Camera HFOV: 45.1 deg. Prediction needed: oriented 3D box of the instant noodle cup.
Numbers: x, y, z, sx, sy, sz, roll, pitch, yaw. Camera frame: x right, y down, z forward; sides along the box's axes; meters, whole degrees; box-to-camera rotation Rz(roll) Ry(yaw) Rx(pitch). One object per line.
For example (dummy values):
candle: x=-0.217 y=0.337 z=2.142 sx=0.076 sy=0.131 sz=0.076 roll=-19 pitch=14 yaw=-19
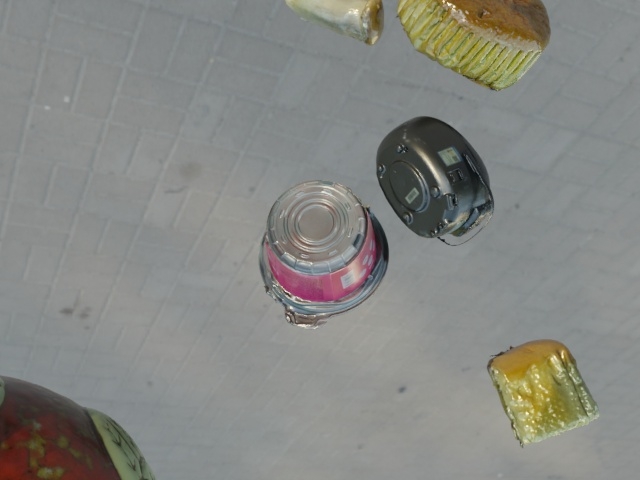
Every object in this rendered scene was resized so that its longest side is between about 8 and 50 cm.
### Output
instant noodle cup: x=0.000 y=0.000 z=1.446 sx=0.258 sy=0.303 sz=0.181 roll=2 pitch=159 yaw=5

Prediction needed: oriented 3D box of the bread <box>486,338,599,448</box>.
bread: x=0.450 y=0.291 z=1.550 sx=0.162 sy=0.204 sz=0.262 roll=-33 pitch=161 yaw=25

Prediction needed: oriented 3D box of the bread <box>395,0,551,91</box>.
bread: x=0.264 y=-0.383 z=1.323 sx=0.253 sy=0.227 sz=0.142 roll=21 pitch=142 yaw=-23

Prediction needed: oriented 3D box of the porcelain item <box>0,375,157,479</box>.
porcelain item: x=-0.197 y=0.189 z=0.439 sx=0.253 sy=0.253 sz=0.253 roll=-6 pitch=142 yaw=-5

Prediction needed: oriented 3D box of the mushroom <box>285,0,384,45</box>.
mushroom: x=0.020 y=-0.419 z=1.389 sx=0.209 sy=0.071 sz=0.084 roll=24 pitch=139 yaw=20

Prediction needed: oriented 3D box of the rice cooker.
rice cooker: x=0.168 y=-0.088 z=1.152 sx=0.118 sy=0.203 sz=0.142 roll=-21 pitch=160 yaw=-41
